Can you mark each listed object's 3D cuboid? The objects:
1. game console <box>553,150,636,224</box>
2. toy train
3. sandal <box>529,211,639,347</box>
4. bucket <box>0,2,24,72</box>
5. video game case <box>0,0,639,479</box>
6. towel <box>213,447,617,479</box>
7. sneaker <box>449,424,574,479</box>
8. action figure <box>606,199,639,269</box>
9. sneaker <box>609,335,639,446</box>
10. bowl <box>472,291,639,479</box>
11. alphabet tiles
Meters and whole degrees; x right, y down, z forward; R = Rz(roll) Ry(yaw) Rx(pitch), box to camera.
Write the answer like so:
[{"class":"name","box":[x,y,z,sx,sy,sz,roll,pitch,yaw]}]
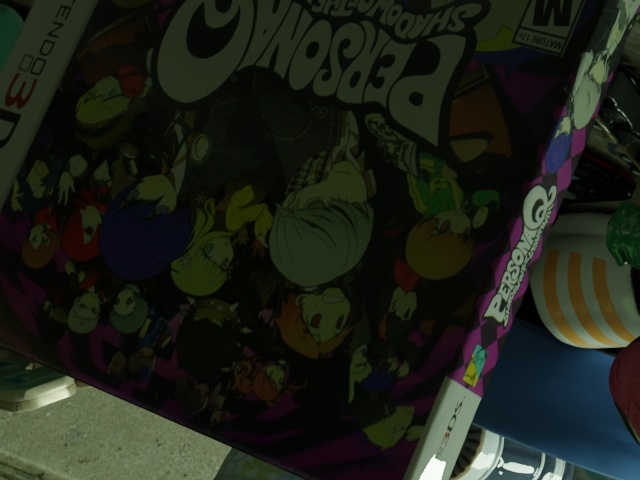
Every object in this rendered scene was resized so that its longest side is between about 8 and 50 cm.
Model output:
[{"class":"game console","box":[0.073,-0.023,0.813,0.144,0.085,0.124,25,172,-17]},{"class":"toy train","box":[0.123,-0.058,0.642,0.036,0.027,0.158,22,173,37]},{"class":"sandal","box":[0.162,0.030,0.942,0.102,0.076,0.265,28,170,-33]},{"class":"bucket","box":[-0.197,-0.040,1.106,0.281,0.183,0.281,21,173,3]},{"class":"video game case","box":[-0.025,-0.033,0.563,0.232,0.210,0.042,20,172,28]},{"class":"towel","box":[0.127,0.192,1.322,0.375,0.320,0.090,19,133,16]},{"class":"sneaker","box":[0.083,0.144,1.230,0.153,0.099,0.282,21,-179,-37]},{"class":"action figure","box":[0.248,0.025,0.714,0.232,0.063,0.137,16,172,19]},{"class":"sneaker","box":[0.286,0.114,0.911,0.299,0.120,0.112,17,-178,-31]},{"class":"bowl","box":[0.132,0.077,1.124,0.391,0.077,0.391,23,-177,-1]},{"class":"alphabet tiles","box":[-0.157,0.085,1.248,0.284,0.021,0.278,-18,-167,-36]}]
